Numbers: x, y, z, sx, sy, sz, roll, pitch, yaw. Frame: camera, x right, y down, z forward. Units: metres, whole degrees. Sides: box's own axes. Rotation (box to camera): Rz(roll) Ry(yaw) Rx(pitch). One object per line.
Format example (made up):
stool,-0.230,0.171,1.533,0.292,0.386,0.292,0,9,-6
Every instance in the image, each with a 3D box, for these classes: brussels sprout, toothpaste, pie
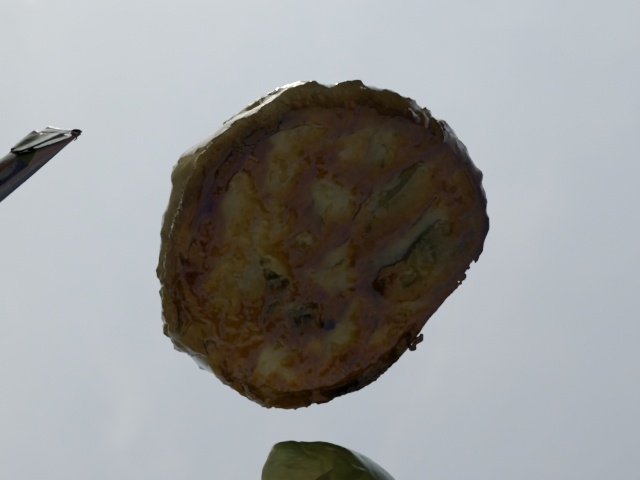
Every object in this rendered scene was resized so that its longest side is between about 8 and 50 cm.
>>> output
brussels sprout,0.019,0.230,1.422,0.122,0.151,0.149,0,-68,21
toothpaste,-0.242,-0.033,1.293,0.045,0.028,0.170,6,-140,48
pie,0.000,0.000,1.543,0.315,0.315,0.092,-56,-150,17
